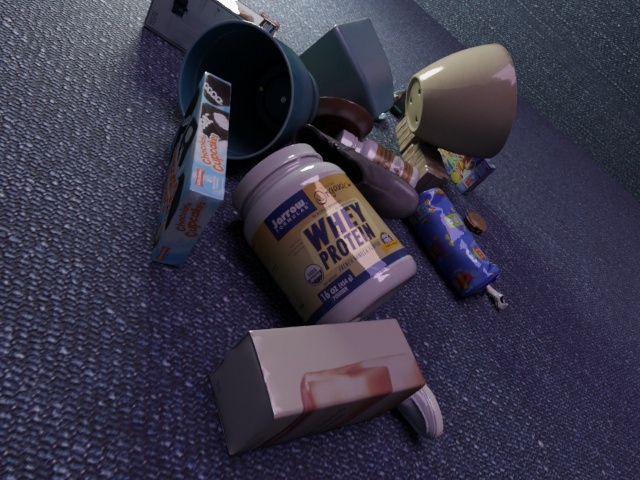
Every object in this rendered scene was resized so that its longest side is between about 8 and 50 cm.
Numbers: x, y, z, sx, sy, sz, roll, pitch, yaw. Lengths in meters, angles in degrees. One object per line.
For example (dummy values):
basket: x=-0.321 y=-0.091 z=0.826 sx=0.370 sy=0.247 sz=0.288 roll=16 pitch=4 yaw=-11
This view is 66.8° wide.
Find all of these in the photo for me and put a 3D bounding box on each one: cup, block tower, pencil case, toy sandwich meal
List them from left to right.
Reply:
block tower: x=0.318 y=-0.283 z=1.549 sx=0.091 sy=0.097 sz=0.336 roll=22 pitch=44 yaw=-23
cup: x=0.390 y=-0.408 z=1.441 sx=0.236 sy=0.331 sz=0.331 roll=-2 pitch=50 yaw=-7
pencil case: x=0.350 y=0.005 z=1.279 sx=0.133 sy=0.119 sz=0.306 roll=-23 pitch=69 yaw=-23
toy sandwich meal: x=0.489 y=-0.055 z=1.530 sx=0.085 sy=0.029 sz=0.086 roll=27 pitch=37 yaw=-22

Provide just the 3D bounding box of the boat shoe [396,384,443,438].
boat shoe: x=0.134 y=0.268 z=0.898 sx=0.081 sy=0.079 sz=0.227 roll=-11 pitch=57 yaw=-35

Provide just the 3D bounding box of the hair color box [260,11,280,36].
hair color box: x=-0.176 y=-0.654 z=1.520 sx=0.072 sy=0.043 sz=0.141 roll=28 pitch=41 yaw=-18

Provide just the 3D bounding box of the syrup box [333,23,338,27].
syrup box: x=0.055 y=-0.632 z=1.652 sx=0.093 sy=0.096 sz=0.237 roll=29 pitch=39 yaw=-17

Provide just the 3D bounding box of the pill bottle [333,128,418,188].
pill bottle: x=0.129 y=-0.188 z=1.268 sx=0.229 sy=0.131 sz=0.131 roll=29 pitch=40 yaw=-15

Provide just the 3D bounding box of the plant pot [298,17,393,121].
plant pot: x=0.070 y=-0.436 z=1.374 sx=0.252 sy=0.247 sz=0.248 roll=56 pitch=37 yaw=-9

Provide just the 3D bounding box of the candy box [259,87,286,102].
candy box: x=-0.112 y=-0.400 z=1.285 sx=0.027 sy=0.105 sz=0.206 roll=-8 pitch=59 yaw=-38

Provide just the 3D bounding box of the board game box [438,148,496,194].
board game box: x=0.485 y=-0.274 z=1.645 sx=0.035 sy=0.136 sz=0.201 roll=0 pitch=55 yaw=-41

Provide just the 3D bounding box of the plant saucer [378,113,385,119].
plant saucer: x=0.165 y=-0.444 z=1.627 sx=0.119 sy=0.021 sz=0.119 roll=23 pitch=42 yaw=-23

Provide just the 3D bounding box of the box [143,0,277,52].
box: x=-0.278 y=-0.544 z=1.234 sx=0.290 sy=0.169 sz=0.087 roll=30 pitch=37 yaw=-12

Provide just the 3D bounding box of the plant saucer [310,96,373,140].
plant saucer: x=0.038 y=-0.302 z=1.271 sx=0.198 sy=0.198 sz=0.036 roll=20 pitch=69 yaw=-25

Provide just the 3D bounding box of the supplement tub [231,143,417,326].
supplement tub: x=0.000 y=0.000 z=0.905 sx=0.228 sy=0.228 sz=0.316 roll=-22 pitch=69 yaw=-49

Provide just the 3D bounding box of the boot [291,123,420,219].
boot: x=0.084 y=-0.137 z=1.093 sx=0.338 sy=0.118 sz=0.223 roll=28 pitch=9 yaw=-4

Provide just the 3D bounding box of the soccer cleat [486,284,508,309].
soccer cleat: x=0.479 y=0.150 z=1.321 sx=0.029 sy=0.035 sz=0.083 roll=3 pitch=52 yaw=-38

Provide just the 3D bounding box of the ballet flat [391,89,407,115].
ballet flat: x=0.340 y=-0.522 z=1.803 sx=0.280 sy=0.095 sz=0.096 roll=-36 pitch=91 yaw=-41

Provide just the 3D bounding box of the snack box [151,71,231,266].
snack box: x=-0.228 y=-0.134 z=0.872 sx=0.060 sy=0.187 sz=0.322 roll=18 pitch=44 yaw=-26

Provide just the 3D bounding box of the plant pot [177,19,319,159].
plant pot: x=-0.132 y=-0.327 z=1.094 sx=0.272 sy=0.272 sz=0.255 roll=47 pitch=24 yaw=6

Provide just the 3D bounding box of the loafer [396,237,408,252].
loafer: x=0.113 y=-0.014 z=1.114 sx=0.268 sy=0.102 sz=0.092 roll=43 pitch=43 yaw=3

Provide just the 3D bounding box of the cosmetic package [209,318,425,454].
cosmetic package: x=0.001 y=0.220 z=0.762 sx=0.296 sy=0.153 sz=0.129 roll=3 pitch=52 yaw=-37
